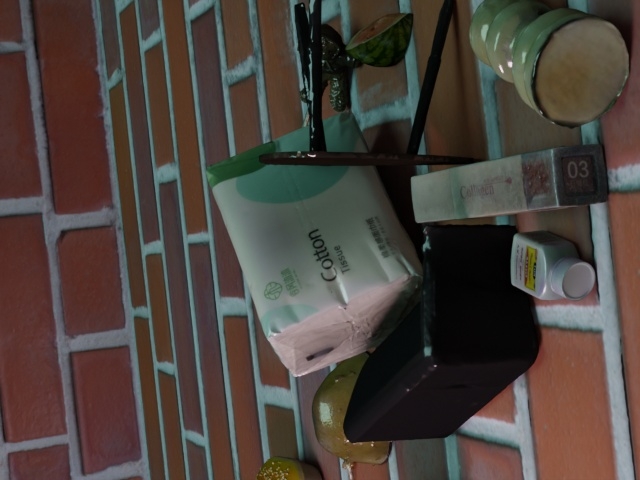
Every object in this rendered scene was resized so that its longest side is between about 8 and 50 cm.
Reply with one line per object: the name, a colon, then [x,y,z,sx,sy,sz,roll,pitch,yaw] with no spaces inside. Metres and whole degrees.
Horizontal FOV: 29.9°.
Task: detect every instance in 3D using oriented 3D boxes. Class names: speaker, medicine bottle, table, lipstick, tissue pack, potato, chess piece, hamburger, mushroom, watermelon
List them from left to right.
hamburger: [-0.067,0.527,2.438,0.210,0.116,0.173,169,97,-67]
tissue pack: [0.000,0.000,1.922,0.194,0.266,0.356,67,180,-57]
mushroom: [0.039,0.529,2.313,0.028,0.026,0.286,-102,16,-56]
potato: [0.042,0.305,2.133,0.182,0.117,0.202,-140,47,-62]
table: [0.035,-0.235,1.738,0.317,0.317,0.249,-176,86,-67]
watermelon: [0.097,-0.311,1.936,0.069,0.087,0.163,50,166,-17]
speaker: [0.164,0.149,1.741,0.388,0.180,0.184,124,142,-55]
lipstick: [0.240,-0.070,1.609,0.371,0.080,0.076,173,90,-66]
chess piece: [0.260,-0.239,1.476,0.243,0.133,0.133,-130,40,-59]
medicine bottle: [0.296,0.037,1.537,0.118,0.055,0.074,-147,56,-61]

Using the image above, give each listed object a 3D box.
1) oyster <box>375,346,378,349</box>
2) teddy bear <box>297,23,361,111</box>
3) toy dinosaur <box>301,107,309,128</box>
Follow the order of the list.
oyster: [0.129,0.189,2.000,0.122,0.045,0.146,-25,73,51]
teddy bear: [0.017,-0.308,2.081,0.119,0.078,0.160,19,139,19]
toy dinosaur: [-0.028,-0.162,2.277,0.106,0.044,0.187,59,136,21]
